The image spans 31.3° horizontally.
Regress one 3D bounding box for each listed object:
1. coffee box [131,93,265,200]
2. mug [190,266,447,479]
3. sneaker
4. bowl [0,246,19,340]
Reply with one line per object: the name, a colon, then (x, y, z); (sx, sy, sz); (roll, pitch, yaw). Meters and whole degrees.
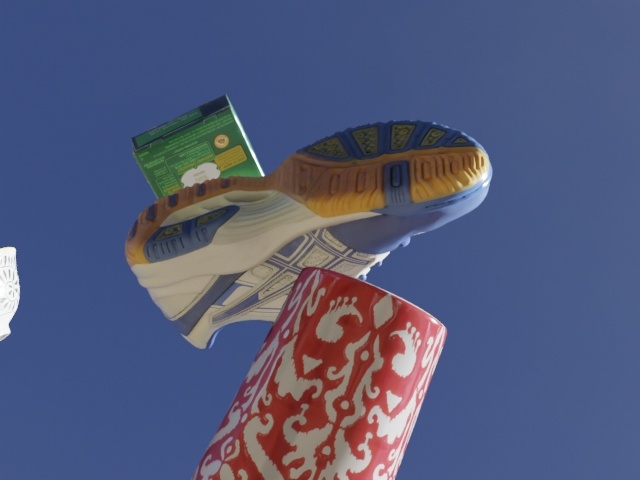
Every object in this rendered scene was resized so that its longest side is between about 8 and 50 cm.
coffee box: (-0.110, -0.049, 1.193); (0.113, 0.040, 0.184); (-26, -56, 0)
mug: (-0.014, 0.107, 0.651); (0.113, 0.169, 0.150); (30, -12, -30)
sneaker: (0.000, 0.000, 0.903); (0.296, 0.112, 0.131); (-14, -59, 18)
bowl: (-0.383, 0.083, 1.219); (0.170, 0.170, 0.080); (-31, -91, 28)
